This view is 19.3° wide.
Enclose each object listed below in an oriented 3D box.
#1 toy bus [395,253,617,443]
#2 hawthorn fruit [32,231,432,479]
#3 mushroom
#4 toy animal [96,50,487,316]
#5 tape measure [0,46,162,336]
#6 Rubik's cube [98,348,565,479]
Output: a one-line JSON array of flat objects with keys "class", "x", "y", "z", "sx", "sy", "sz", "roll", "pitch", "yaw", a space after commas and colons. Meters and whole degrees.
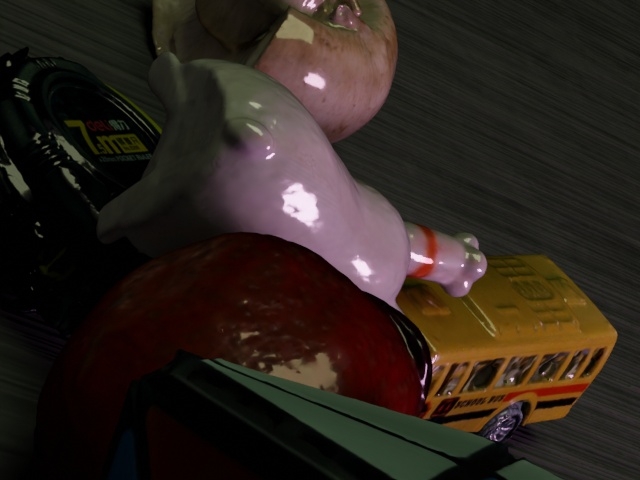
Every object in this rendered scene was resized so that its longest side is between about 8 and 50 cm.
[{"class": "toy bus", "x": 0.080, "y": 0.081, "z": 1.364, "sx": 0.335, "sy": 0.123, "sz": 0.121, "roll": 0, "pitch": 45, "yaw": -53}, {"class": "hawthorn fruit", "x": -0.061, "y": 0.115, "z": 1.045, "sx": 0.215, "sy": 0.215, "sz": 0.250, "roll": 35, "pitch": 40, "yaw": -6}, {"class": "mushroom", "x": -0.016, "y": -0.191, "z": 1.615, "sx": 0.189, "sy": 0.195, "sz": 0.254, "roll": 20, "pitch": 33, "yaw": -39}, {"class": "toy animal", "x": -0.015, "y": -0.003, "z": 1.201, "sx": 0.282, "sy": 0.138, "sz": 0.140, "roll": 42, "pitch": 54, "yaw": -46}, {"class": "tape measure", "x": -0.164, "y": -0.034, "z": 1.263, "sx": 0.186, "sy": 0.112, "sz": 0.199, "roll": 52, "pitch": 23, "yaw": 13}, {"class": "Rubik's cube", "x": 0.033, "y": 0.216, "z": 0.850, "sx": 0.250, "sy": 0.248, "sz": 0.246, "roll": 19, "pitch": 4, "yaw": -33}]
